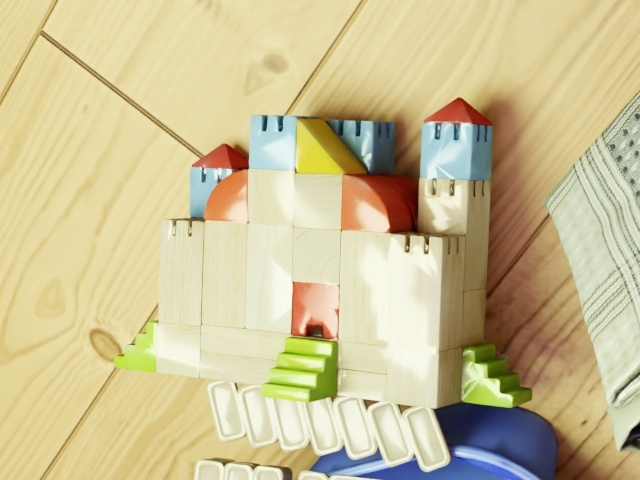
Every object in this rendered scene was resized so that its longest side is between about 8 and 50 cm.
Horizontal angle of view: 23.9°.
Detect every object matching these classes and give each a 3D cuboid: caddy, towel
[{"bbox_3d":[0.100,0.298,1.426,0.341,0.179,0.241,-19,103,25],"label":"caddy"},{"bbox_3d":[0.295,-0.040,1.158,0.056,0.324,0.312,28,121,-24],"label":"towel"}]

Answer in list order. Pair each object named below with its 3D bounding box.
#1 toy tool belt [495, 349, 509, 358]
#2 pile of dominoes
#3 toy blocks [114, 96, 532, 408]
[{"bbox_3d":[0.152,0.121,1.399,0.052,0.083,0.051,-16,99,-13],"label":"toy tool belt"},{"bbox_3d":[0.005,0.231,1.376,0.251,0.040,0.196,4,87,20],"label":"pile of dominoes"},{"bbox_3d":[0.000,0.000,1.355,0.381,0.191,0.261,4,94,29],"label":"toy blocks"}]
